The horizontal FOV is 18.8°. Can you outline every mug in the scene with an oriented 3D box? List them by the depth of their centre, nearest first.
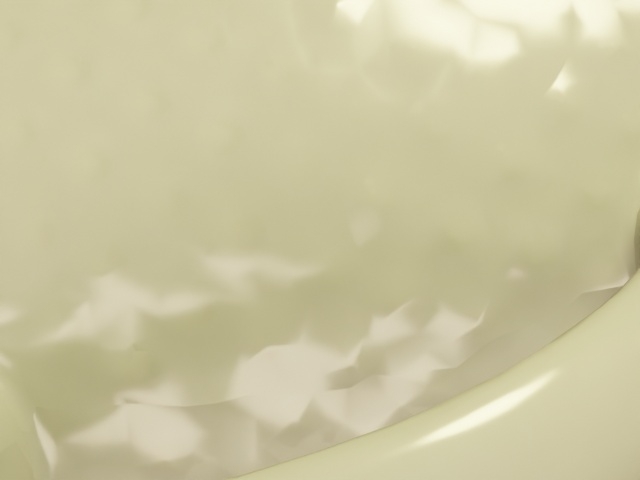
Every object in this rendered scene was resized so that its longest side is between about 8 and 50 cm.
[{"bbox_3d":[0.000,0.000,0.559,0.328,0.374,0.276,-13,111,10],"label":"mug"}]
